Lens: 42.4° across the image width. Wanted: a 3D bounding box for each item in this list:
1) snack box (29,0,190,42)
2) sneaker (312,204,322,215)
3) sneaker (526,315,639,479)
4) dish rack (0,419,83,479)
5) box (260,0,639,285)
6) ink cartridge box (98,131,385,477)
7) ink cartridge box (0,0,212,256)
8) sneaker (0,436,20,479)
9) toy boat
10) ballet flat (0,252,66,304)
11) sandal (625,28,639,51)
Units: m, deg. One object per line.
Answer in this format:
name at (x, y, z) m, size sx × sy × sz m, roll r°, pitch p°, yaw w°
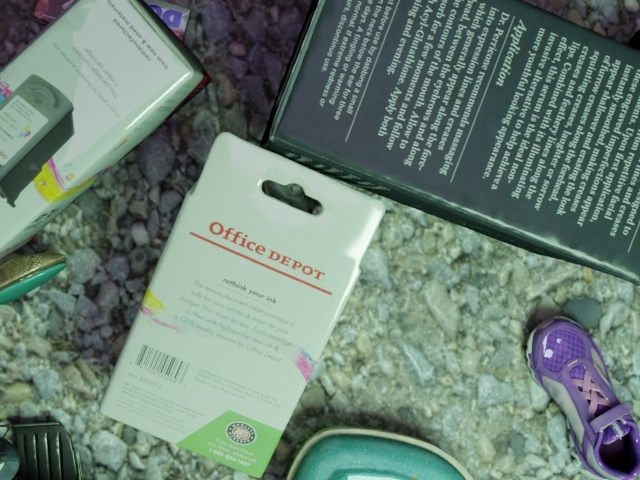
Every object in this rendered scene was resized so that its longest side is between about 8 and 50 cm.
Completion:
snack box at (-0.249, -0.268, 0.981) m, size 0.178 × 0.022 × 0.064 m, roll 14°, pitch 94°, yaw -7°
sneaker at (0.000, 0.000, 1.019) m, size 0.134 × 0.051 × 0.070 m, roll -42°, pitch 82°, yaw 6°
sneaker at (0.345, 0.207, 1.042) m, size 0.095 × 0.104 × 0.236 m, roll -26°, pitch 96°, yaw -2°
dish rack at (-0.424, 0.319, 0.983) m, size 0.271 × 0.074 × 0.208 m, roll -3°, pitch 96°, yaw -6°
box at (0.154, -0.130, 0.899) m, size 0.395 × 0.293 × 0.212 m, roll 21°, pitch 92°, yaw -8°
ink cartridge box at (-0.087, 0.064, 0.939) m, size 0.207 × 0.119 × 0.354 m, roll 24°, pitch 105°, yaw -6°
ink cartridge box at (-0.274, -0.122, 0.878) m, size 0.306 × 0.226 × 0.131 m, roll -42°, pitch 99°, yaw 5°
sneaker at (-0.434, 0.332, 0.912) m, size 0.283 × 0.110 × 0.122 m, roll -39°, pitch 116°, yaw -1°
toy boat at (0.069, 0.395, 1.004) m, size 0.267 × 0.148 × 0.318 m, roll 15°, pitch 92°, yaw -7°
ballet flat at (-0.400, 0.058, 0.970) m, size 0.206 × 0.073 × 0.067 m, roll -34°, pitch 83°, yaw -6°
sandal at (0.381, -0.227, 1.013) m, size 0.265 × 0.102 × 0.076 m, roll 8°, pitch 96°, yaw -5°
